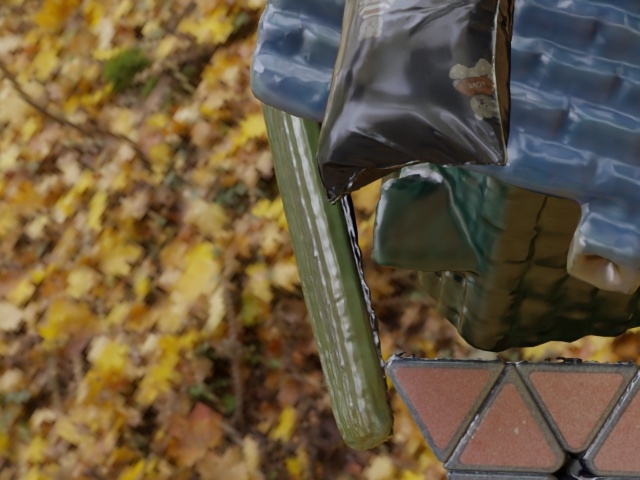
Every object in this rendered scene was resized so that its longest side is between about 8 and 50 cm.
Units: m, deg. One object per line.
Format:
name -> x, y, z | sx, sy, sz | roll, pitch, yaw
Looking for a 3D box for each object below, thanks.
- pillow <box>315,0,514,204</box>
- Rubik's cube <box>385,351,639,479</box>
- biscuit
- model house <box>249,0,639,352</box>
pillow -> 0.045, -0.090, 0.645 | 0.048, 0.090, 0.150 | 65, -150, -58
Rubik's cube -> 0.216, 0.177, 1.247 | 0.228, 0.229, 0.233 | -32, -40, -22
biscuit -> 0.000, 0.000, 1.108 | 0.038, 0.322, 0.099 | -12, -8, -16
model house -> 0.140, -0.135, 1.016 | 0.445, 0.395, 0.400 | 90, -161, -61
